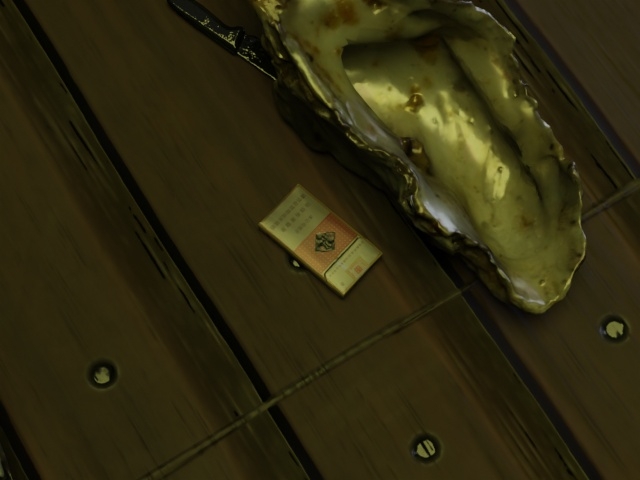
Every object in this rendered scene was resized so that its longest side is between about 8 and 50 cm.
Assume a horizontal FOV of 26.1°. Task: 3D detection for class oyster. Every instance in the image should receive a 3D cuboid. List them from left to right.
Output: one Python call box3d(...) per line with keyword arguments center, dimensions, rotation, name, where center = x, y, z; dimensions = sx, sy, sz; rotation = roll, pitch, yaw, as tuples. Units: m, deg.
box3d(center=(0.060, -0.097, 1.004), dimensions=(0.341, 0.110, 0.166), rotation=(32, 85, 2), name="oyster")

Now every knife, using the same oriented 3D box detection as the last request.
box3d(center=(-0.049, -0.144, 1.070), dimensions=(0.170, 0.010, 0.023), rotation=(37, 79, 8), name="knife")

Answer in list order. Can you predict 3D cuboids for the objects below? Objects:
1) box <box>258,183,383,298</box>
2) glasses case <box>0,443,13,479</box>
box3d(center=(0.000, 0.000, 1.018), dimensions=(0.083, 0.012, 0.046), rotation=(40, 72, 13), name="box")
box3d(center=(-0.349, 0.187, 0.901), dimensions=(0.308, 0.083, 0.128), rotation=(-33, 81, -13), name="glasses case")
